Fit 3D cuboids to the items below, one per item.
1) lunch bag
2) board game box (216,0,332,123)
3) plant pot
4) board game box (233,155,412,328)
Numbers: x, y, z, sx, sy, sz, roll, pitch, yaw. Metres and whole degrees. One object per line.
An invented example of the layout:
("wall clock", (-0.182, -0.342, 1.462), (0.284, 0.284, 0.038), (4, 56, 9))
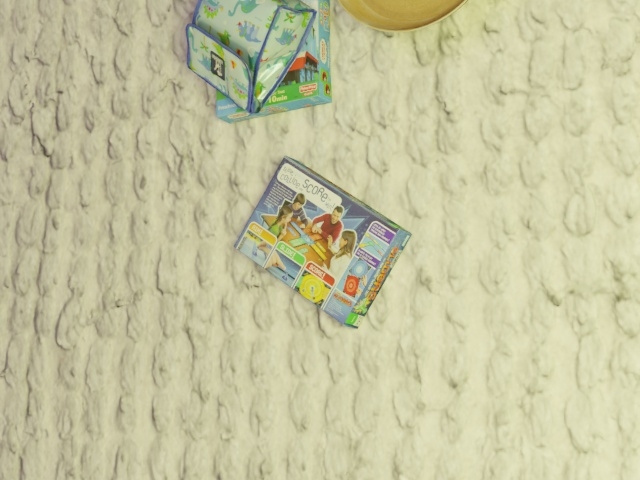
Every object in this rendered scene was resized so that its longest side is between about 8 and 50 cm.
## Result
("lunch bag", (-0.098, -0.253, 1.897), (0.129, 0.096, 0.151), (38, 115, 30))
("board game box", (-0.062, -0.269, 1.952), (0.160, 0.039, 0.212), (-9, 74, 31))
("plant pot", (0.114, -0.360, 1.796), (0.236, 0.032, 0.236), (-6, 78, 31))
("board game box", (0.000, 0.000, 1.854), (0.201, 0.035, 0.136), (35, 99, 33))
